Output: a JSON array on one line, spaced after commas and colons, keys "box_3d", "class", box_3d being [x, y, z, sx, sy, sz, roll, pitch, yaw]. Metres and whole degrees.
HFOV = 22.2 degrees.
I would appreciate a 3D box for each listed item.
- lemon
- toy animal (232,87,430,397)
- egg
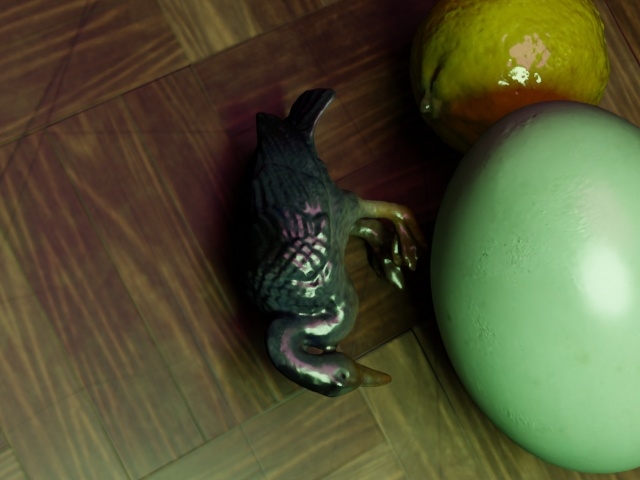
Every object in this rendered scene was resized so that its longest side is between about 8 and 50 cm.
[{"box_3d": [0.188, -0.176, 1.647, 0.231, 0.192, 0.192, -22, 87, -29], "class": "lemon"}, {"box_3d": [0.000, 0.000, 1.555, 0.185, 0.122, 0.298, -13, 82, -27], "class": "toy animal"}, {"box_3d": [0.245, 0.048, 1.548, 0.276, 0.276, 0.389, -35, 126, -28], "class": "egg"}]
